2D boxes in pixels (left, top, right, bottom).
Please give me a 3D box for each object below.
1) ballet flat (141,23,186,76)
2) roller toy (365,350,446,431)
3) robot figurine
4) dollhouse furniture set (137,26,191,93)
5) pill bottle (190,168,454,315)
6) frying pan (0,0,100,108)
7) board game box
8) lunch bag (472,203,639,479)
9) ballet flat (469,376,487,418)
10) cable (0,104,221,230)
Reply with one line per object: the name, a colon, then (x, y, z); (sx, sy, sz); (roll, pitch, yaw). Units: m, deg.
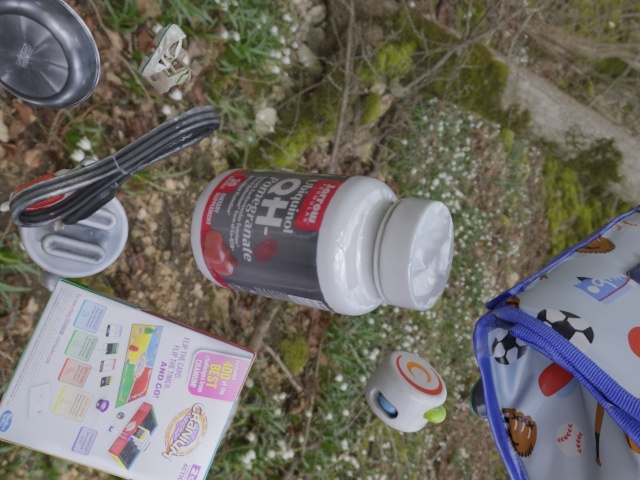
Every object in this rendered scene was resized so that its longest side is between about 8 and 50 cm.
ballet flat: (-0.383, -0.451, 1.358); (0.168, 0.052, 0.057); (-43, -167, 36)
roller toy: (0.223, 0.405, 1.491); (0.146, 0.191, 0.209); (-59, -167, 23)
robot figurine: (-0.534, -0.035, 1.191); (0.353, 0.200, 0.299); (16, -95, 59)
dollhouse furniture set: (-0.392, -0.520, 1.564); (0.161, 0.101, 0.182); (-42, -173, 38)
pill bottle: (0.000, 0.000, 0.727); (0.176, 0.319, 0.176); (-17, 111, -54)
frying pan: (-0.474, -0.337, 0.828); (0.197, 0.326, 0.053); (-20, -146, 21)
board game box: (-0.291, 0.226, 0.852); (0.242, 0.317, 0.064); (-68, -169, -9)
lunch bag: (0.355, 0.167, 0.541); (0.328, 0.385, 0.239); (-24, 171, -31)
ballet flat: (0.296, 0.234, 0.869); (0.074, 0.074, 0.203); (-51, 151, 18)
cable: (-0.259, -0.093, 0.656); (0.287, 0.072, 0.139); (-32, 173, 19)
